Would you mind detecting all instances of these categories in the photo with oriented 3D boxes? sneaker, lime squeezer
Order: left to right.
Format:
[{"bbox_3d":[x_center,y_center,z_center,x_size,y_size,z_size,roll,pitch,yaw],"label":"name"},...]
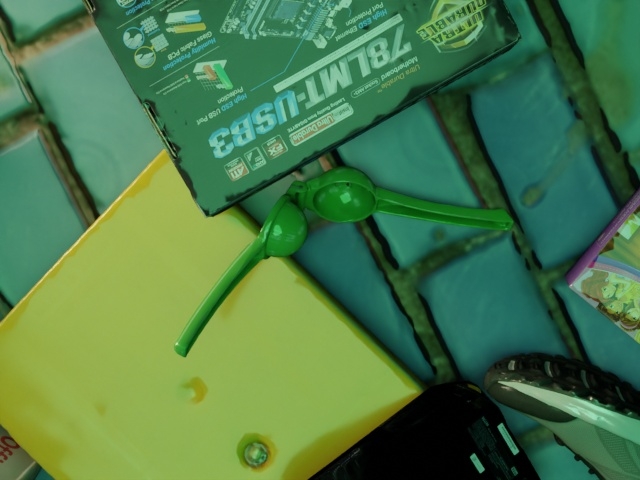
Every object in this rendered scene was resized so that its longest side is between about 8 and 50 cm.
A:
[{"bbox_3d":[0.000,0.000,1.038,0.310,0.059,0.110,-20,74,-23],"label":"lime squeezer"},{"bbox_3d":[0.255,0.181,1.048,0.271,0.100,0.108,27,105,1],"label":"sneaker"}]

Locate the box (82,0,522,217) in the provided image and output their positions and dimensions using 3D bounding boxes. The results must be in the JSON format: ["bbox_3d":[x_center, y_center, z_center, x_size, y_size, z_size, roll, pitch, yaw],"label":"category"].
[{"bbox_3d":[-0.036,-0.214,1.016,0.295,0.073,0.293,-30,93,4],"label":"box"}]

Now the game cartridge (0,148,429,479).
[{"bbox_3d":[-0.108,0.128,1.095,0.323,0.052,0.285,45,96,1],"label":"game cartridge"}]

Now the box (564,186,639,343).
[{"bbox_3d":[0.378,0.048,1.033,0.293,0.057,0.201,38,101,0],"label":"box"}]

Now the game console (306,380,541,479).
[{"bbox_3d":[0.127,0.312,1.063,0.213,0.044,0.361,-34,103,-14],"label":"game console"}]

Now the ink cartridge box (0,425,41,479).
[{"bbox_3d":[-0.417,0.185,1.054,0.307,0.223,0.129,29,101,1],"label":"ink cartridge box"}]
